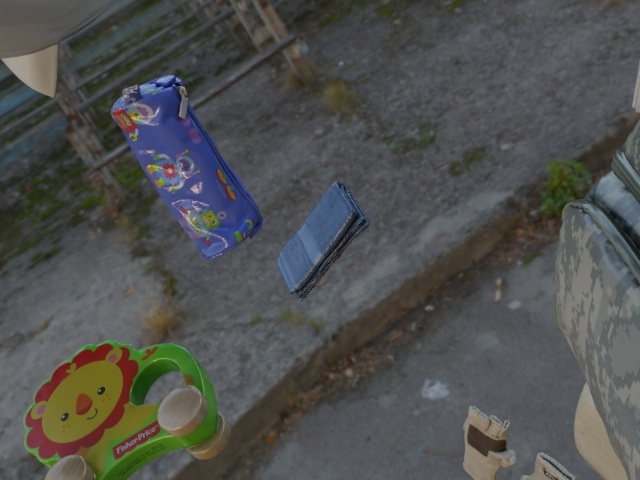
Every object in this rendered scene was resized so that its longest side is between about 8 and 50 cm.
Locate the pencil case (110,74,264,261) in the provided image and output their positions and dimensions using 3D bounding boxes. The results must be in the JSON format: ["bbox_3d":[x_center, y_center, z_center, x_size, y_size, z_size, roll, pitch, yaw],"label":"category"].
[{"bbox_3d":[-0.203,-0.117,1.184,0.133,0.306,0.119,-17,23,33],"label":"pencil case"}]

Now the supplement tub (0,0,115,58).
[{"bbox_3d":[-0.260,-0.186,0.352,0.316,0.228,0.228,1,36,30],"label":"supplement tub"}]

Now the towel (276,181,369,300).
[{"bbox_3d":[0.000,0.000,0.789,0.119,0.029,0.067,-52,40,24],"label":"towel"}]

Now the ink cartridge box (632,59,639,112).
[{"bbox_3d":[0.385,-0.172,0.635,0.212,0.093,0.154,8,43,23],"label":"ink cartridge box"}]

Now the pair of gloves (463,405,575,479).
[{"bbox_3d":[0.351,0.408,1.353,0.042,0.204,0.240,-31,42,-28],"label":"pair of gloves"}]

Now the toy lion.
[{"bbox_3d":[-0.104,0.085,0.383,0.100,0.034,0.096,-31,42,0],"label":"toy lion"}]

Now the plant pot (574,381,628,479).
[{"bbox_3d":[0.469,0.244,0.837,0.334,0.333,0.305,-36,34,-13],"label":"plant pot"}]

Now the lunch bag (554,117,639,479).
[{"bbox_3d":[0.276,0.055,0.472,0.305,0.213,0.256,-87,19,-62],"label":"lunch bag"}]

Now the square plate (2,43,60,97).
[{"bbox_3d":[-0.389,-0.356,0.773,0.049,0.347,0.344,-39,-5,-29],"label":"square plate"}]
